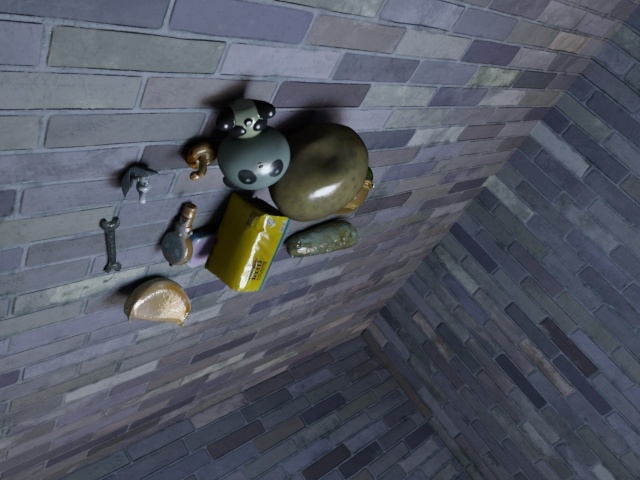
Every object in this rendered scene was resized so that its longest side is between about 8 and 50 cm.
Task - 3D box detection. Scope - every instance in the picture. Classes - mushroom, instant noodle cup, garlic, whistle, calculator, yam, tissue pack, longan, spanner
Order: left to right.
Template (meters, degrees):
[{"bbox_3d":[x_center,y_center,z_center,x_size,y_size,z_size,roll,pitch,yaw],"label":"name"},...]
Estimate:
[{"bbox_3d":[-0.590,0.018,1.546,0.054,0.015,0.254,-24,153,-32],"label":"spanner"},{"bbox_3d":[-0.539,0.207,1.791,0.145,0.164,0.245,-32,158,31],"label":"garlic"},{"bbox_3d":[-0.421,-0.013,1.654,0.057,0.107,0.220,-17,135,-57],"label":"whistle"},{"bbox_3d":[-0.321,-0.212,1.433,0.088,0.073,0.129,-40,-159,40],"label":"mushroom"},{"bbox_3d":[-0.339,-0.001,1.847,0.293,0.051,0.173,-23,151,-34],"label":"calculator"},{"bbox_3d":[-0.238,0.005,1.730,0.134,0.192,0.271,9,107,-49],"label":"tissue pack"},{"bbox_3d":[-0.009,-0.209,1.666,0.350,0.288,0.288,-38,159,-24],"label":"longan"},{"bbox_3d":[0.000,0.000,2.275,0.330,0.133,0.133,-16,149,-35],"label":"yam"},{"bbox_3d":[0.061,-0.148,1.943,0.274,0.091,0.274,-4,172,-1],"label":"instant noodle cup"}]

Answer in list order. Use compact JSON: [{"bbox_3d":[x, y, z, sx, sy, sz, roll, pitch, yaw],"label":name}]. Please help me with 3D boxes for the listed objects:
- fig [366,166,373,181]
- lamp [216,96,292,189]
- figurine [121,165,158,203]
[{"bbox_3d":[0.126,-0.236,2.060,0.117,0.117,0.177,-32,180,-16],"label":"fig"},{"bbox_3d":[-0.181,-0.248,1.440,0.197,0.198,0.244,-30,139,-21],"label":"lamp"},{"bbox_3d":[-0.456,-0.142,1.375,0.082,0.094,0.086,12,103,-15],"label":"figurine"}]
